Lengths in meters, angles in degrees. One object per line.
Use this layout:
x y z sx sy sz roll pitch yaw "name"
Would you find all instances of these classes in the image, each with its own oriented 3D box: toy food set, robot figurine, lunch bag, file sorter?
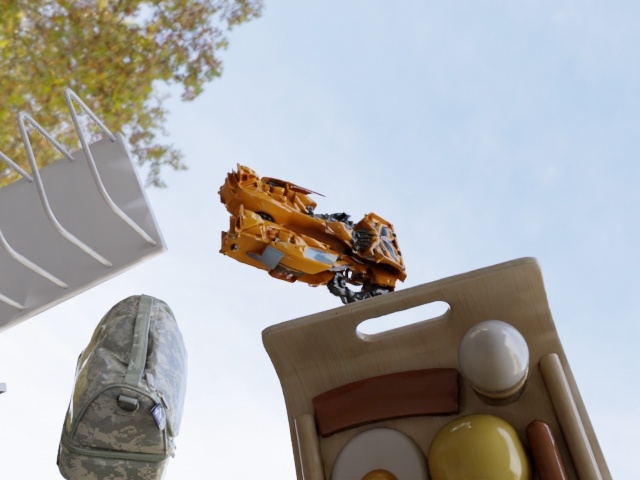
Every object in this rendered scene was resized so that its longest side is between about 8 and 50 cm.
0.083 0.169 0.514 0.220 0.306 0.092 -16 -36 7 "toy food set"
0.000 0.000 1.101 0.291 0.211 0.085 18 -55 -22 "robot figurine"
-0.355 0.275 1.458 0.213 0.305 0.256 11 -60 -12 "lunch bag"
-0.377 -0.033 0.990 0.278 0.192 0.173 -26 -23 2 "file sorter"

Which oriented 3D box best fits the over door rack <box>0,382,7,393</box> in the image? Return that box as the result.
-0.716 0.172 1.613 0.108 0.239 0.324 -12 -20 -2 "over door rack"
